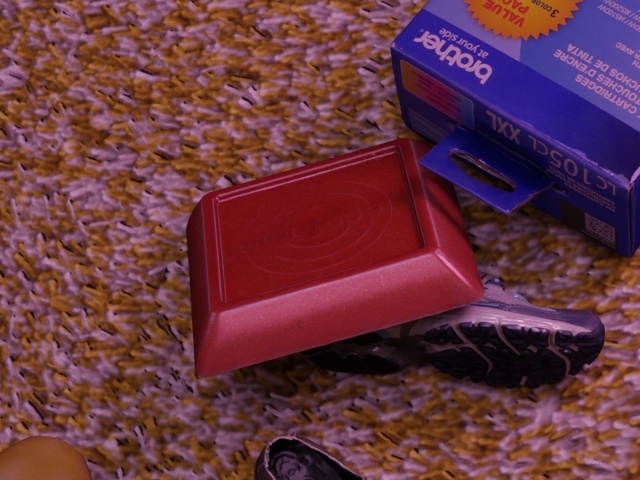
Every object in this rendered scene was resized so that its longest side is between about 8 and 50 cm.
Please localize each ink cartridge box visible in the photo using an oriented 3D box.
[{"bbox_3d":[0.250,-0.173,1.789,0.270,0.151,0.395,32,73,22],"label":"ink cartridge box"}]

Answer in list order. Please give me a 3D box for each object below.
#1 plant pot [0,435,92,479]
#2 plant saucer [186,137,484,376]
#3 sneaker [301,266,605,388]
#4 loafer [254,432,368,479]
[{"bbox_3d":[-0.255,0.231,1.742,0.134,0.134,0.095,4,43,13],"label":"plant pot"},{"bbox_3d":[0.000,0.000,1.757,0.258,0.047,0.259,-16,33,4],"label":"plant saucer"},{"bbox_3d":[0.116,0.050,1.748,0.283,0.110,0.122,6,59,16],"label":"sneaker"},{"bbox_3d":[0.028,0.258,1.685,0.251,0.087,0.094,39,78,23],"label":"loafer"}]
